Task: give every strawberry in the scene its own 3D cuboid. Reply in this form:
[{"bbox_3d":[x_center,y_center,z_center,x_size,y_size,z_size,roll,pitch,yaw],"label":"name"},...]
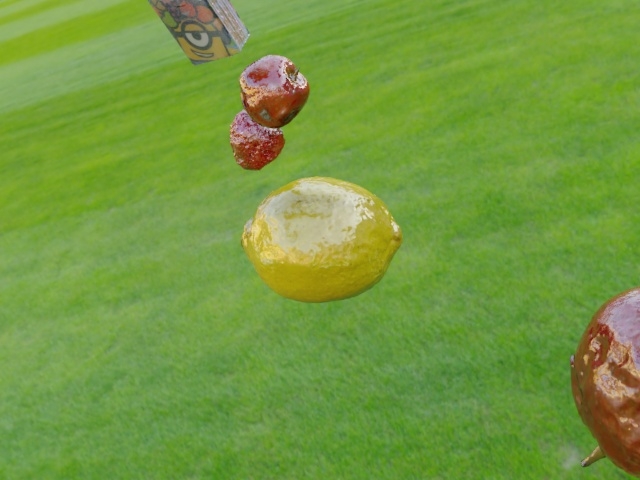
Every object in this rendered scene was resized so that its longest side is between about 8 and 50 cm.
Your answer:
[{"bbox_3d":[-0.110,-0.167,1.174,0.106,0.106,0.106,-15,28,8],"label":"strawberry"}]

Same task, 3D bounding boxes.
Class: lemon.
[{"bbox_3d":[0.000,0.000,1.115,0.260,0.204,0.204,0,31,9],"label":"lemon"}]

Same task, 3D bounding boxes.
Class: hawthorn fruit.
[{"bbox_3d":[-0.054,-0.186,0.872,0.093,0.093,0.093,-15,28,8],"label":"hawthorn fruit"},{"bbox_3d":[0.408,0.198,0.861,0.210,0.266,0.230,-9,44,-37],"label":"hawthorn fruit"}]

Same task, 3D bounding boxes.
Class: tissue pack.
[{"bbox_3d":[-0.189,-0.347,1.072,0.108,0.148,0.060,-4,46,37],"label":"tissue pack"}]
